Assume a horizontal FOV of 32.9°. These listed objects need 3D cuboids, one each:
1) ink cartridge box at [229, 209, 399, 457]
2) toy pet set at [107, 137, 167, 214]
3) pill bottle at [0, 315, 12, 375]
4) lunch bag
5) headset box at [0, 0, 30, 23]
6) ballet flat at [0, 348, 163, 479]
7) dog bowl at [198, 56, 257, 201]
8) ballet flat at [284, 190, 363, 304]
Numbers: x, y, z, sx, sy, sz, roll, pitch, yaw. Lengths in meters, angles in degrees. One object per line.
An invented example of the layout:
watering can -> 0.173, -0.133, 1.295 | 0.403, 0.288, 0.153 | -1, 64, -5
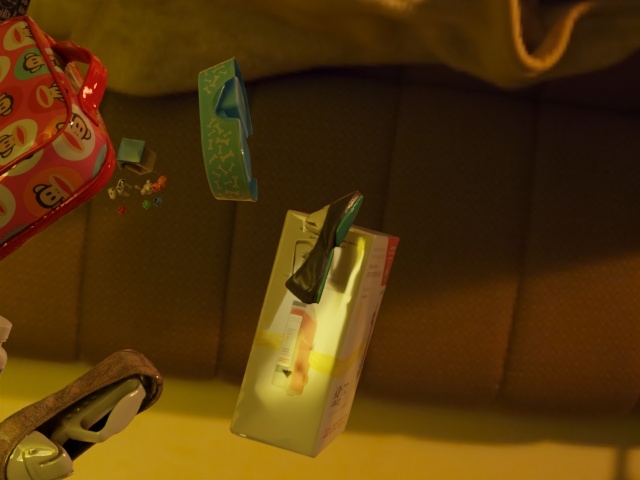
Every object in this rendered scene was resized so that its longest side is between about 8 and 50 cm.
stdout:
ink cartridge box -> -0.004, 0.156, 1.889 | 0.160, 0.385, 0.279 | 16, -177, 12
toy pet set -> -0.323, -0.114, 1.860 | 0.122, 0.114, 0.065 | -11, 151, 45
pill bottle -> -0.647, 0.239, 1.976 | 0.124, 0.221, 0.124 | 24, -178, -1
lunch bag -> -0.352, -0.130, 1.221 | 0.258, 0.293, 0.120 | -35, 135, 4
headset box -> -0.397, -0.304, 1.343 | 0.032, 0.062, 0.083 | 18, -178, 20
ballet flat -> -0.341, 0.256, 1.447 | 0.106, 0.316, 0.107 | 23, 143, 43
dog bowl -> -0.171, -0.199, 1.973 | 0.074, 0.297, 0.166 | -9, 145, 4
ballet flat -> 0.000, 0.000, 1.623 | 0.074, 0.203, 0.074 | 19, 153, 10
